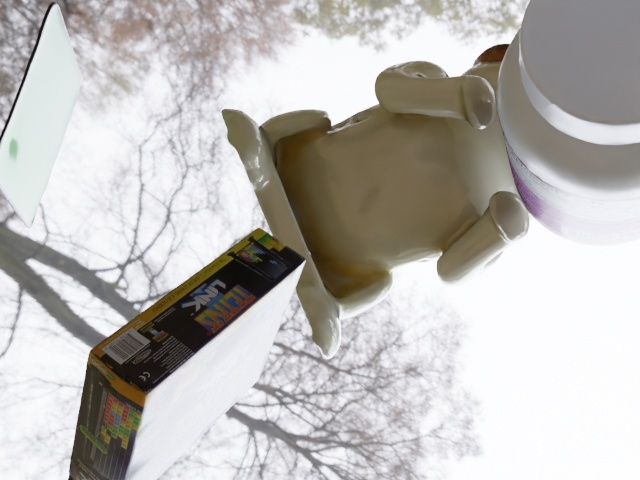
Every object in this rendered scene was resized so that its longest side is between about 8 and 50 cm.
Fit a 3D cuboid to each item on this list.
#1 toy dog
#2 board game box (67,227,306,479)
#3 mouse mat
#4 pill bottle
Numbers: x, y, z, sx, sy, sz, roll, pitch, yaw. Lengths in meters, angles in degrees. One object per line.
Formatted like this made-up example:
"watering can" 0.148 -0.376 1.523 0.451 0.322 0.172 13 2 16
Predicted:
"toy dog" 0.135 -0.069 0.920 0.408 0.395 0.285 -22 -95 -1
"board game box" -0.090 0.088 0.526 0.048 0.141 0.170 33 -140 15
"mouse mat" -0.277 -0.120 0.757 0.007 0.152 0.190 13 -111 -2
"pill bottle" 0.231 -0.102 0.610 0.169 0.301 0.169 -4 -103 17
